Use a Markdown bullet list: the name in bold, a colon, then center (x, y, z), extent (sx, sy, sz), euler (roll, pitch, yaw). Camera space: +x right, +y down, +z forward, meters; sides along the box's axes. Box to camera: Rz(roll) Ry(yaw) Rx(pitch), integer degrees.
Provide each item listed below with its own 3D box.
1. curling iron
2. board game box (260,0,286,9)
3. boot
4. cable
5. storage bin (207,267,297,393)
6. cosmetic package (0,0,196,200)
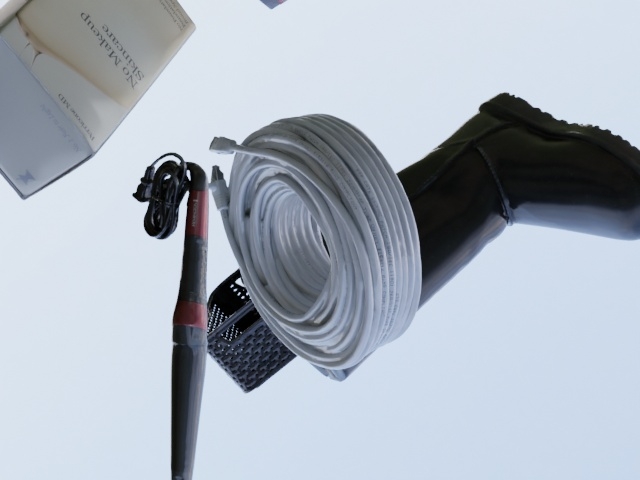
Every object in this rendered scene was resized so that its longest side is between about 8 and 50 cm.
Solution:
- **curling iron**: center (-0.113, 0.065, 1.488), extent (0.035, 0.274, 0.068), euler (-8, -174, -44)
- **board game box**: center (-0.046, -0.366, 2.304), extent (0.194, 0.194, 0.060), euler (-7, -113, 15)
- **boot**: center (0.167, 0.014, 2.295), extent (0.445, 0.146, 0.367), euler (-34, -148, -19)
- **cable**: center (0.000, 0.000, 1.851), extent (0.089, 0.257, 0.257), euler (-18, -173, -32)
- **storage bin**: center (-0.061, 0.080, 2.068), extent (0.122, 0.084, 0.180), euler (-39, -167, 14)
- **cosmetic package**: center (-0.262, -0.195, 1.919), extent (0.113, 0.160, 0.309), euler (-28, -160, 29)
